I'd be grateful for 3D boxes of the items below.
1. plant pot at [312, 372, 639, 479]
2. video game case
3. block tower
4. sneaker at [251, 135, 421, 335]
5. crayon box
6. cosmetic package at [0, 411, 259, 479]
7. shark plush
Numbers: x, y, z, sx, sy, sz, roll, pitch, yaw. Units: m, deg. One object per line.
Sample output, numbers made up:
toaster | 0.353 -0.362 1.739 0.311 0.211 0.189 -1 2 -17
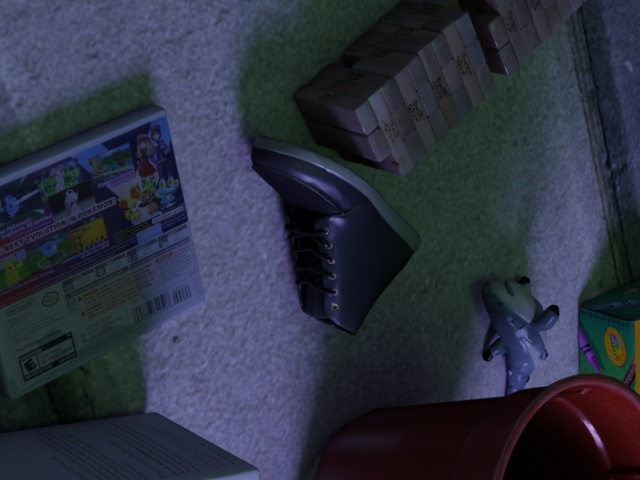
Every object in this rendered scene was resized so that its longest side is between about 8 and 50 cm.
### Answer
plant pot | 0.147 0.258 1.546 0.272 0.265 0.272 4 84 -42
video game case | -0.193 0.007 1.363 0.201 0.023 0.183 -26 118 -33
block tower | 0.129 -0.192 1.548 0.335 0.097 0.091 -42 126 -23
sneaker | 0.000 0.000 1.492 0.222 0.083 0.118 37 77 -42
crayon box | 0.412 0.117 1.894 0.278 0.081 0.165 -19 114 -37
cosmetic package | -0.243 0.263 1.301 0.366 0.155 0.197 -6 109 -42
shark plush | 0.195 0.105 1.738 0.067 0.073 0.161 -14 133 -18
